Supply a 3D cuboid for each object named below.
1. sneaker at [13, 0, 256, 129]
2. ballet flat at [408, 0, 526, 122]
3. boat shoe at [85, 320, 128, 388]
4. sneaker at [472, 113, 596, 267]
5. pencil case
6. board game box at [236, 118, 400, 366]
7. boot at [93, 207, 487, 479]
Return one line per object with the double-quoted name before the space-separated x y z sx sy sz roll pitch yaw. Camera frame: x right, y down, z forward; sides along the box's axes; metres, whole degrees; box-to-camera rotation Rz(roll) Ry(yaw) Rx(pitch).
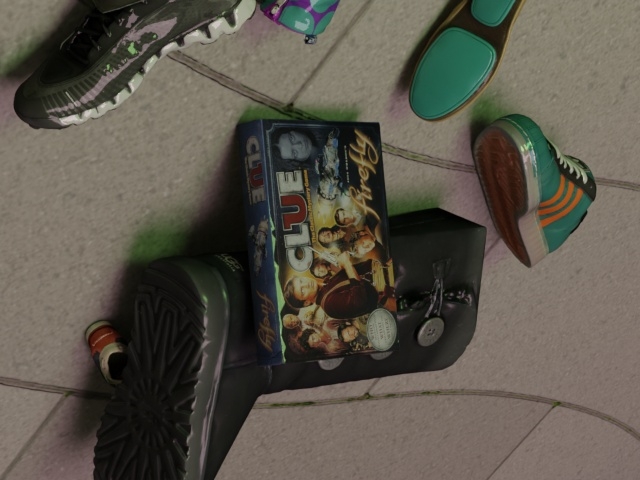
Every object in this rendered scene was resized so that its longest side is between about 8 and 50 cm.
"sneaker" -0.164 -0.184 1.131 0.234 0.078 0.106 -34 143 -15
"ballet flat" 0.171 -0.223 1.407 0.232 0.080 0.073 -58 172 28
"boat shoe" -0.216 0.137 1.470 0.049 0.043 0.137 -35 147 -10
"sneaker" 0.267 -0.080 1.634 0.121 0.108 0.302 -36 154 -6
"pencil case" 0.001 -0.257 1.211 0.070 0.064 0.152 -21 144 -52
"board game box" 0.000 0.000 1.380 0.165 0.042 0.243 -3 87 -42
"boot" -0.021 0.150 1.543 0.445 0.146 0.367 -12 131 -45
